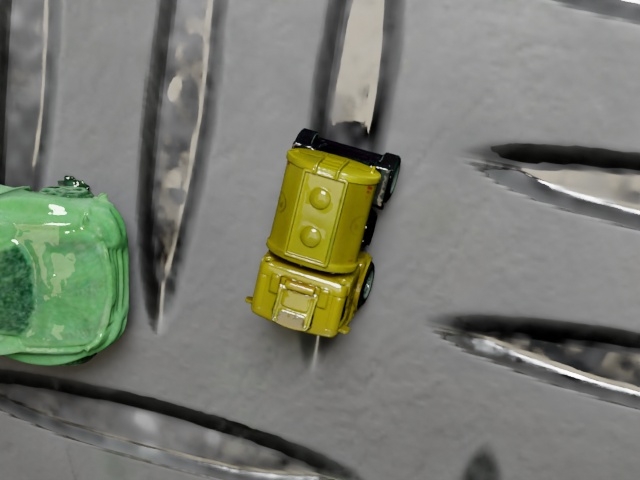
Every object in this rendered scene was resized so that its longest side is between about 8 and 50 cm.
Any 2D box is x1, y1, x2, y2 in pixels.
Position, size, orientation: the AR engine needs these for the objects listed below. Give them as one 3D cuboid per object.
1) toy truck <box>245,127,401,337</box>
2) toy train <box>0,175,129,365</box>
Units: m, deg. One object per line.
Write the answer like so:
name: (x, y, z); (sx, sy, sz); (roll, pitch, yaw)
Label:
toy truck: (0.000, 0.000, 0.462); (0.049, 0.054, 0.083); (17, 109, 9)
toy train: (-0.166, 0.015, 0.494); (0.149, 0.081, 0.099); (7, 106, 13)
